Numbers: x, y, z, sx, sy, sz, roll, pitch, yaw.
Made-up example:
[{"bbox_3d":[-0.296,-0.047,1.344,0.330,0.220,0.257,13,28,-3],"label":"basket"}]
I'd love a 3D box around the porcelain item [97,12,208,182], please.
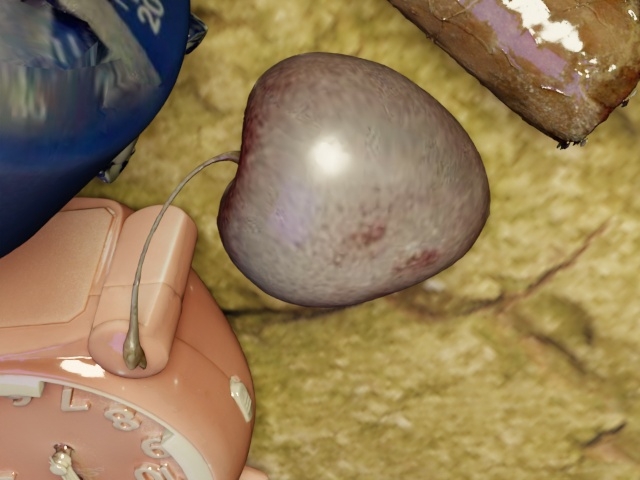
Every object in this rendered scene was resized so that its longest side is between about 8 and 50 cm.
[{"bbox_3d":[-0.110,-0.064,0.723,0.021,0.075,0.136,36,135,-3],"label":"porcelain item"}]

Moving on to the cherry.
[{"bbox_3d":[0.006,0.000,0.665,0.115,0.148,0.188,33,114,48],"label":"cherry"}]

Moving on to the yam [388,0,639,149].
[{"bbox_3d":[0.078,-0.110,0.575,0.141,0.079,0.079,38,135,-2],"label":"yam"}]

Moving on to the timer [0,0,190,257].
[{"bbox_3d":[-0.101,-0.163,0.509,0.383,0.270,0.270,-25,110,39],"label":"timer"}]

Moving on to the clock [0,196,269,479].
[{"bbox_3d":[-0.150,0.095,0.839,0.227,0.142,0.241,-6,133,17],"label":"clock"}]
